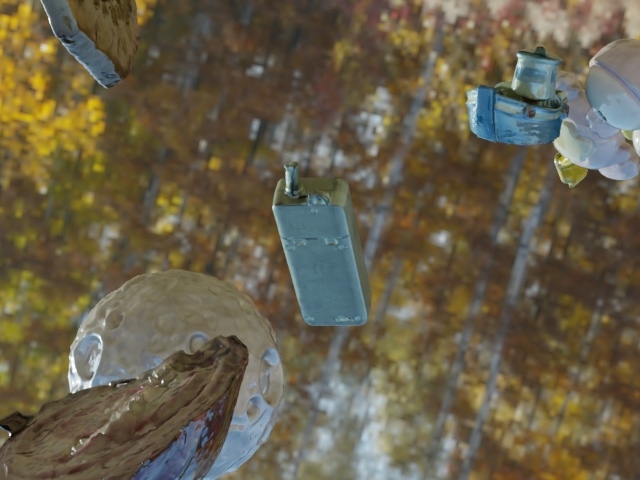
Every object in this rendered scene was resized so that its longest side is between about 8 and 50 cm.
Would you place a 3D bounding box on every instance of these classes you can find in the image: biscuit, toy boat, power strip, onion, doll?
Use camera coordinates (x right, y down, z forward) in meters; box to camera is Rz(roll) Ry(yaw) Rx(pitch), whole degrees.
[{"bbox_3d":[-0.272,-0.343,1.669,0.046,0.359,0.359,-16,-171,7],"label":"biscuit"},{"bbox_3d":[0.213,-0.162,1.652,0.088,0.102,0.215,16,-165,24],"label":"toy boat"},{"bbox_3d":[0.000,0.000,1.935,0.093,0.288,0.053,1,-133,13],"label":"power strip"},{"bbox_3d":[-0.218,0.245,1.631,0.314,0.146,0.280,-14,-158,25],"label":"onion"},{"bbox_3d":[0.335,-0.141,1.742,0.160,0.094,0.365,51,171,-5],"label":"doll"}]

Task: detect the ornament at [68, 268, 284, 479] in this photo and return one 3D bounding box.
[{"bbox_3d":[-0.209,0.210,2.344,0.337,0.337,0.337,14,-168,-3],"label":"ornament"}]
